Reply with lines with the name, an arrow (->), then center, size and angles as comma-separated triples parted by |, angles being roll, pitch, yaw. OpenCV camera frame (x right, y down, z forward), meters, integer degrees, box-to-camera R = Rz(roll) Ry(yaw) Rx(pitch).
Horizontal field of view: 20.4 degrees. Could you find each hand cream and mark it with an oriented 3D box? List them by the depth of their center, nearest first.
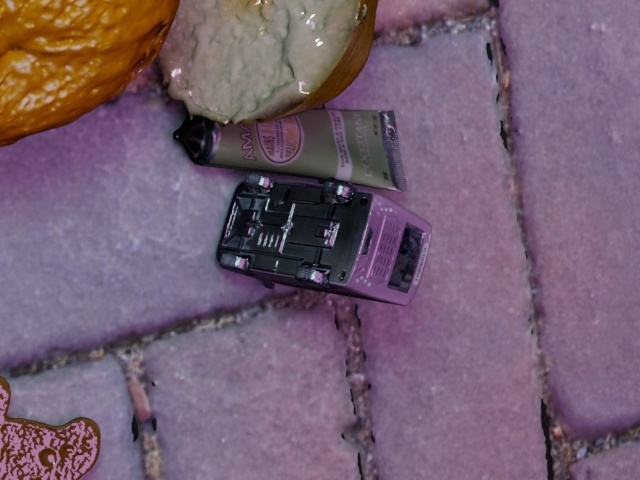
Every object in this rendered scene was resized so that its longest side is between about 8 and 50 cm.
hand cream -> -0.024, -0.093, 1.648 | 0.235, 0.055, 0.086 | 3, 68, -29

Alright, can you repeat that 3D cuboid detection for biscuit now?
biscuit -> -0.293, 0.183, 1.527 | 0.205, 0.031, 0.138 | 20, 82, -27

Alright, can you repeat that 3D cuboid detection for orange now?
orange -> -0.275, -0.241, 1.363 | 0.341, 0.340, 0.293 | -5, 52, -28

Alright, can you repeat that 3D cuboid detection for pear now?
pear -> -0.025, -0.226, 1.584 | 0.178, 0.267, 0.266 | 2, 91, -58

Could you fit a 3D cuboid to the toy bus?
toy bus -> 0.000, 0.000, 1.586 | 0.108, 0.199, 0.096 | 22, 81, -38
